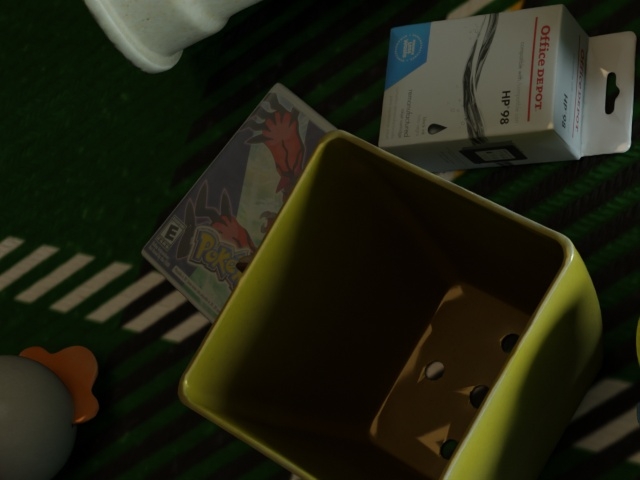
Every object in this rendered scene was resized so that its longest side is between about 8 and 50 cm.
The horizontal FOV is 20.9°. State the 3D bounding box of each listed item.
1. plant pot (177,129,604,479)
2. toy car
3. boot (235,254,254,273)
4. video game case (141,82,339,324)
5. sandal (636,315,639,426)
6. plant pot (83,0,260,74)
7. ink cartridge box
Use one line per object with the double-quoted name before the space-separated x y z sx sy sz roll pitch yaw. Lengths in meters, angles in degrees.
"plant pot" 0.073 0.083 1.179 0.212 0.187 0.212 28 86 36
"toy car" -0.289 0.153 1.393 0.238 0.219 0.210 -36 50 -22
"boot" 0.000 0.000 1.324 0.118 0.042 0.087 16 74 32
"video game case" -0.028 -0.004 1.375 0.183 0.023 0.201 -51 54 3
"sandal" 0.289 0.170 1.063 0.126 0.138 0.317 -22 77 -9
"plant pot" -0.039 -0.333 1.363 0.305 0.334 0.334 -15 63 12
"ink cartridge box" 0.139 -0.114 1.298 0.180 0.060 0.104 -5 68 29
